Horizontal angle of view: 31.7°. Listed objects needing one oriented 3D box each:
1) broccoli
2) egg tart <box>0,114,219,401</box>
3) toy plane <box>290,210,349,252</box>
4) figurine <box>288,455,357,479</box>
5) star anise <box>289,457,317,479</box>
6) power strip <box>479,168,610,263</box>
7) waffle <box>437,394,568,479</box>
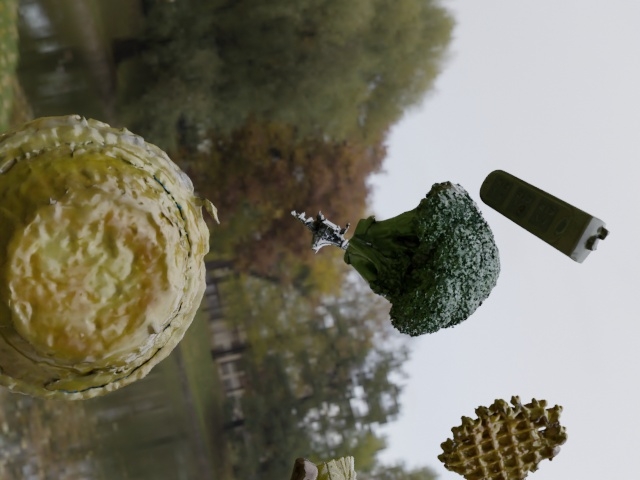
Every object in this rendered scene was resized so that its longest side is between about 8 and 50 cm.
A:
[{"bbox_3d":[0.187,0.025,2.014,0.308,0.275,0.308,21,90,-82],"label":"broccoli"},{"bbox_3d":[-0.304,0.030,1.438,0.169,0.387,0.388,19,-57,61],"label":"egg tart"},{"bbox_3d":[0.009,-0.013,2.123,0.160,0.082,0.234,33,-1,3],"label":"toy plane"},{"bbox_3d":[0.043,0.558,1.973,0.187,0.168,0.315,-40,-113,40],"label":"figurine"},{"bbox_3d":[-0.153,0.345,1.198,0.292,0.349,0.109,84,-20,-68],"label":"star anise"},{"bbox_3d":[0.369,-0.050,1.921,0.048,0.080,0.286,27,7,-38],"label":"power strip"},{"bbox_3d":[0.330,0.364,2.026,0.229,0.231,0.051,-57,-148,34],"label":"waffle"}]
